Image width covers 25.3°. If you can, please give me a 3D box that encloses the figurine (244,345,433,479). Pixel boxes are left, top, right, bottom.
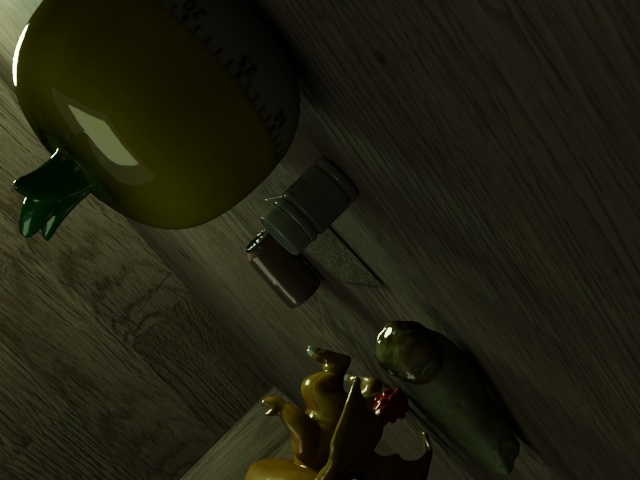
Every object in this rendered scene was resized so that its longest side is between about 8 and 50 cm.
[{"bbox_3d":[0.006,0.383,2.350,0.268,0.387,0.401,17,165,18],"label":"figurine"}]

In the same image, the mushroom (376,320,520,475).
[{"bbox_3d":[0.163,0.190,1.743,0.100,0.081,0.312,42,175,43],"label":"mushroom"}]

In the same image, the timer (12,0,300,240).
[{"bbox_3d":[-0.181,-0.106,1.301,0.285,0.285,0.285,44,171,9],"label":"timer"}]

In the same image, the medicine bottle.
[{"bbox_3d":[-0.012,-0.035,1.480,0.058,0.091,0.058,44,171,9],"label":"medicine bottle"}]

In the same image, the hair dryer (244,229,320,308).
[{"bbox_3d":[-0.070,0.033,2.164,0.117,0.064,0.181,49,176,-13],"label":"hair dryer"}]

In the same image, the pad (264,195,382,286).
[{"bbox_3d":[0.000,0.000,1.860,0.158,0.003,0.235,47,171,-8],"label":"pad"}]
